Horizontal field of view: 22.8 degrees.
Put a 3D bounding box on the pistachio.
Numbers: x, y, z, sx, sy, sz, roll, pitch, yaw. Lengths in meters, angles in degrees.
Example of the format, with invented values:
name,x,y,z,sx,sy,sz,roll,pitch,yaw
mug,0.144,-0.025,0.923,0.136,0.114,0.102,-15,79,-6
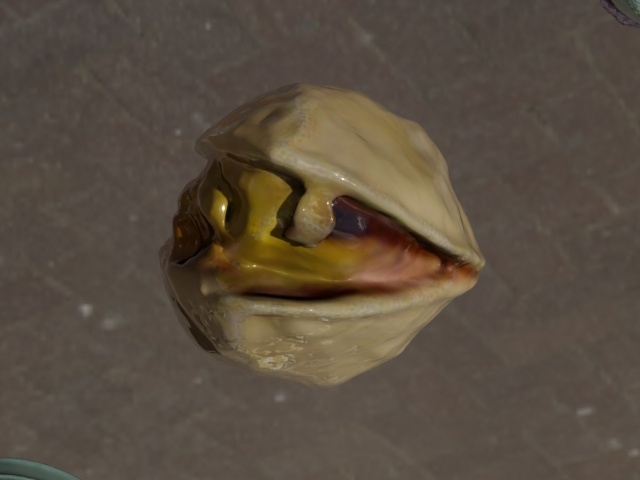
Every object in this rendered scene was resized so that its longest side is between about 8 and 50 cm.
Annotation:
name,x,y,z,sx,sy,sz,roll,pitch,yaw
pistachio,0.000,0.000,0.774,0.157,0.157,0.229,-14,176,10

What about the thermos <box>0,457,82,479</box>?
name,x,y,z,sx,sy,sz,roll,pitch,yaw
thermos,-0.282,0.239,1.259,0.287,0.145,0.182,28,110,-14

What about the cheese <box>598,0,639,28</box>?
name,x,y,z,sx,sy,sz,roll,pitch,yaw
cheese,0.345,-0.217,1.355,0.189,0.074,0.286,-24,141,37
